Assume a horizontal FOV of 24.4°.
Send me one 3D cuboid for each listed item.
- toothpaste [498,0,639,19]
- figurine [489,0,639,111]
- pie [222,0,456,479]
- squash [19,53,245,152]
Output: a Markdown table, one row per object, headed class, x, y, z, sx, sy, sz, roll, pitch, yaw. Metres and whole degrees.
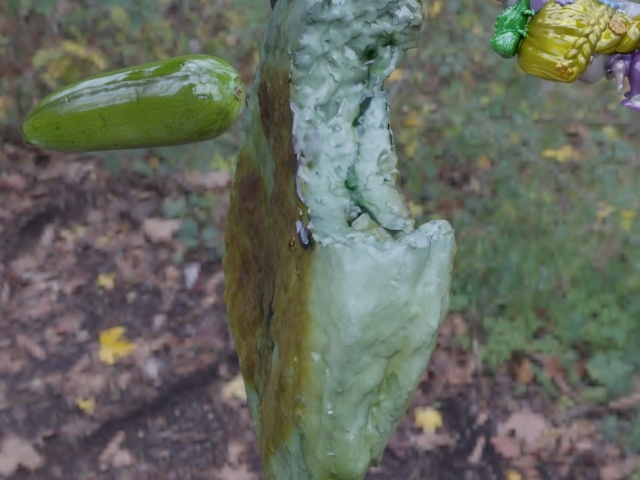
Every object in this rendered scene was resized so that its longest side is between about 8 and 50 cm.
| class | x | y | z | sx | sy | sz | roll | pitch | yaw |
| --- | --- | --- | --- | --- | --- | --- | --- | --- | --- |
| toothpaste | 0.289 | -0.218 | 1.484 | 0.301 | 0.048 | 0.075 | 14 | 62 | -21 |
| figurine | 0.237 | -0.192 | 1.321 | 0.156 | 0.115 | 0.095 | 20 | 15 | 9 |
| pie | -0.001 | 0.004 | 0.735 | 0.067 | 0.302 | 0.302 | -1 | 32 | -11 |
| squash | -0.143 | -0.097 | 1.116 | 0.201 | 0.066 | 0.066 | -9 | 28 | 30 |
